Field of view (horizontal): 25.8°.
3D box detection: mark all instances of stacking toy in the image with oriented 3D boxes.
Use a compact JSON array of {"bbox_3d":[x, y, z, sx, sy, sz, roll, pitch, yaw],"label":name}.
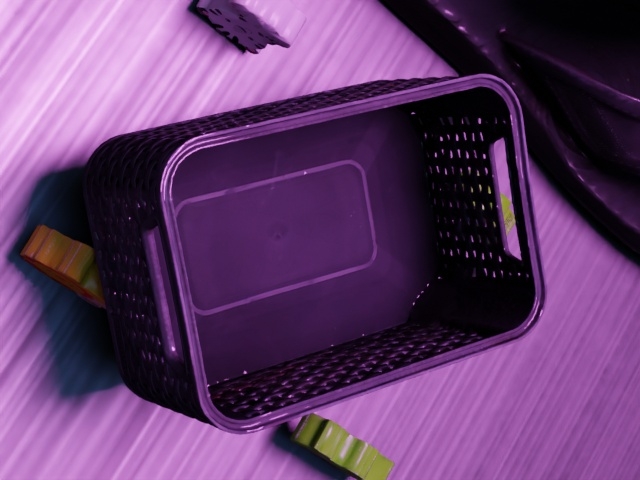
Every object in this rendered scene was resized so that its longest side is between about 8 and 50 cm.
[{"bbox_3d":[-0.013,-0.001,0.688,0.221,0.052,0.167,38,75,-27],"label":"stacking toy"}]

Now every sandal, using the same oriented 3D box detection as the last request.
[{"bbox_3d":[0.176,-0.105,0.758,0.446,0.107,0.167,33,75,-25],"label":"sandal"}]

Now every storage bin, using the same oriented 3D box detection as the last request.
[{"bbox_3d":[0.000,0.000,0.617,0.180,0.084,0.122,-15,102,-29],"label":"storage bin"}]
